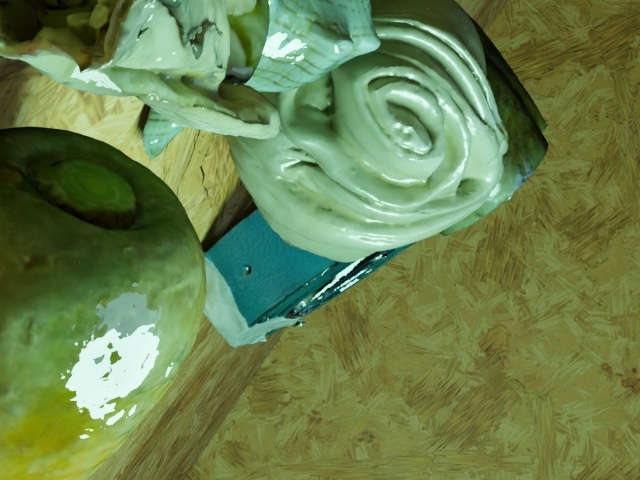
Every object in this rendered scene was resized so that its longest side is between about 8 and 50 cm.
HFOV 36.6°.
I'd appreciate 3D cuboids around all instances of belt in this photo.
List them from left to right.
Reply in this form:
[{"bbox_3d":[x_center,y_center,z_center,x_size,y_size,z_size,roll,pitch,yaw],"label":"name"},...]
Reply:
[{"bbox_3d":[0.001,-0.001,1.532,0.436,0.173,0.300,-38,168,9],"label":"belt"}]

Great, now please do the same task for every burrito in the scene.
[{"bbox_3d":[-0.114,-0.169,0.653,0.135,0.190,0.332,-13,174,8],"label":"burrito"}]

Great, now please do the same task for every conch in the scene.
[{"bbox_3d":[-0.034,-0.211,0.912,0.386,0.169,0.203,-58,160,10],"label":"conch"}]

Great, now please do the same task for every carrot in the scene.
[{"bbox_3d":[-0.230,0.088,0.703,0.341,0.224,0.224,-57,173,26],"label":"carrot"}]

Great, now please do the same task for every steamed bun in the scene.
[{"bbox_3d":[0.040,-0.130,1.083,0.324,0.310,0.219,-25,-172,14],"label":"steamed bun"}]

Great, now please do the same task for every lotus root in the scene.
[{"bbox_3d":[0.130,-0.194,1.295,0.250,0.346,0.250,-37,-167,10],"label":"lotus root"}]
